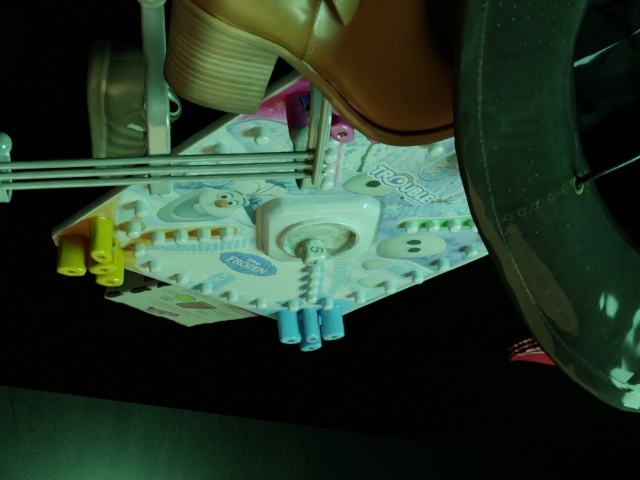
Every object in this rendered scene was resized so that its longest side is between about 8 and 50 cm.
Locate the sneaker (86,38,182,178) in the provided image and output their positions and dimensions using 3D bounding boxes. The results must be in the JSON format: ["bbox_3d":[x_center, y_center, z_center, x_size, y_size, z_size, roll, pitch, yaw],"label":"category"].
[{"bbox_3d":[-0.153,-0.097,0.703,0.071,0.066,0.188,6,160,-8],"label":"sneaker"}]

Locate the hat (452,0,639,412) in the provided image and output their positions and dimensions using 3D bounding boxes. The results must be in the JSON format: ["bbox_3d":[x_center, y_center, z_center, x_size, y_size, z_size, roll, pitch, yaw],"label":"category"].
[{"bbox_3d":[0.190,-0.081,0.459,0.331,0.332,0.134,11,-170,-18],"label":"hat"}]

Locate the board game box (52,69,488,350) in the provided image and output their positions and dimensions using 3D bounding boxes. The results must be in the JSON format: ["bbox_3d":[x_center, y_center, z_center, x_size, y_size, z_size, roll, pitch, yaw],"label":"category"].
[{"bbox_3d":[0.000,0.000,0.851,0.390,0.050,0.390,-26,146,34],"label":"board game box"}]

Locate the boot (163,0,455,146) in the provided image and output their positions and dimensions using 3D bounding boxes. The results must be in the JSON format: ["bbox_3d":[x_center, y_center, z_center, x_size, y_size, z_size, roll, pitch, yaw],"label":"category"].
[{"bbox_3d":[0.033,-0.123,0.386,0.197,0.073,0.152,-2,140,-30],"label":"boot"}]

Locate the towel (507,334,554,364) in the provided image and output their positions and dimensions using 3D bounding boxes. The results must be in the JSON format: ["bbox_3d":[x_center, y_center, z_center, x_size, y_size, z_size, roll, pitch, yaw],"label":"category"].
[{"bbox_3d":[0.454,0.168,1.364,0.198,0.031,0.275,9,159,-16],"label":"towel"}]

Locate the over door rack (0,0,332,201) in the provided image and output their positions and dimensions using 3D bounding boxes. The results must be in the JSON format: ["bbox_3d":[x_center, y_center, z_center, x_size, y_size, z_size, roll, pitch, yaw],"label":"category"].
[{"bbox_3d":[-0.094,-0.146,0.475,0.239,0.108,0.324,-4,148,-12],"label":"over door rack"}]

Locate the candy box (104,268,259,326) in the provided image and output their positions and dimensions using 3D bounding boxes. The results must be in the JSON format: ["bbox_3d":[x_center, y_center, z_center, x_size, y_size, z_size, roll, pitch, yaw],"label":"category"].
[{"bbox_3d":[-0.143,0.049,1.091,0.233,0.071,0.159,-12,153,35],"label":"candy box"}]
